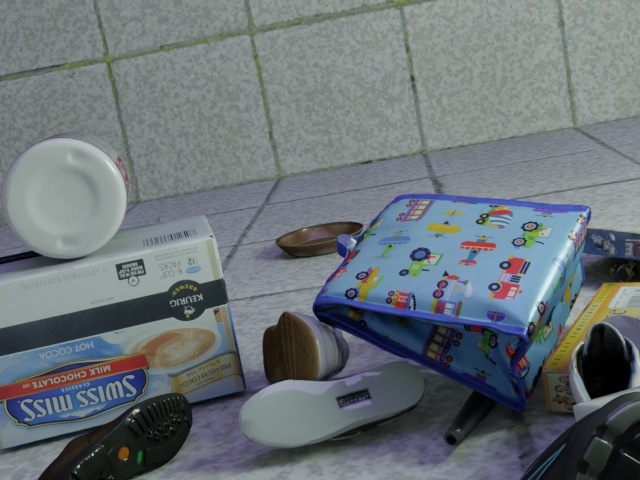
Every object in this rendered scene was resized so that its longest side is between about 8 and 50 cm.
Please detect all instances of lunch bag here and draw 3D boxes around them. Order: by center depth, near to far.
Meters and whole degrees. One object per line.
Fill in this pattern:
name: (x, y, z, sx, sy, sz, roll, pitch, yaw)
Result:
lunch bag: (0.145, 0.040, 1.150, 0.293, 0.138, 0.221, 16, 48, 25)

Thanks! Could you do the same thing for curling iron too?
curling iron: (0.183, 0.178, 1.128, 0.068, 0.035, 0.274, 21, 23, 13)

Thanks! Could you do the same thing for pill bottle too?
pill bottle: (-0.356, -0.074, 1.370, 0.160, 0.160, 0.283, -12, 11, -9)

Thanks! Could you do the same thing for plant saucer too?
plant saucer: (0.000, 0.000, 2.109, 0.198, 0.036, 0.198, -9, 12, 2)

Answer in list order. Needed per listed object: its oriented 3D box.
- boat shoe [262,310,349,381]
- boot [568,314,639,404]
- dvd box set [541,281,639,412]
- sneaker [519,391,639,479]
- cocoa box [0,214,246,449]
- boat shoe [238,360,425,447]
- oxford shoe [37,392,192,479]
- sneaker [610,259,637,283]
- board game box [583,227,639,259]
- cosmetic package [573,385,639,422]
boat shoe: (-0.008, 0.141, 1.253, 0.096, 0.098, 0.277, -2, -5, -14)
boot: (0.294, 0.123, 0.934, 0.095, 0.123, 0.258, -14, 28, 18)
dvd box set: (0.499, 0.118, 1.089, 0.420, 0.062, 0.307, -3, 14, 30)
sneaker: (0.153, 0.220, 0.626, 0.267, 0.101, 0.106, -55, 0, -4)
cocoa box: (-0.303, 0.119, 1.364, 0.347, 0.228, 0.231, -12, 11, -9)
boat shoe: (0.015, 0.201, 1.117, 0.219, 0.078, 0.070, -10, -29, -7)
oxford shoe: (-0.241, 0.239, 1.125, 0.096, 0.083, 0.227, -7, 11, 36)
sneaker: (0.470, 0.051, 1.502, 0.035, 0.031, 0.083, -9, 2, 35)
board game box: (0.504, 0.009, 1.512, 0.165, 0.042, 0.243, 4, 3, -31)
cosmetic package: (0.407, 0.151, 0.715, 0.365, 0.155, 0.197, -14, -1, -11)
